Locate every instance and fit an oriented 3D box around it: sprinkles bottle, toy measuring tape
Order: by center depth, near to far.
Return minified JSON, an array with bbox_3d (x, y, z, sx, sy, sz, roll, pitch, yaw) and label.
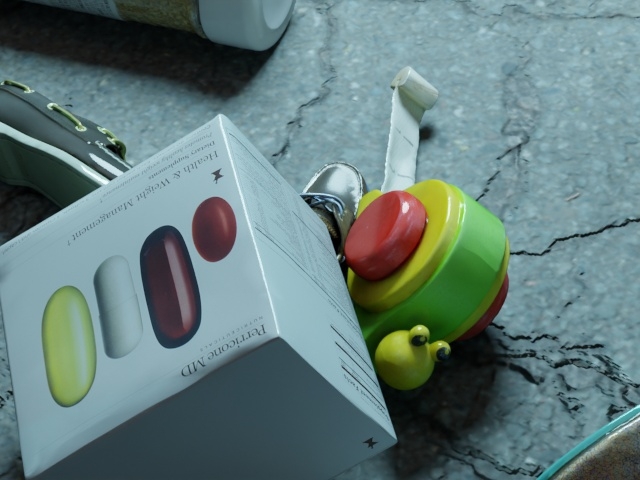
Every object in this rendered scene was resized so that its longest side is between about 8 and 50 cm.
[{"bbox_3d":[0.086,-0.028,1.333,0.121,0.121,0.330,3,47,8],"label":"toy measuring tape"},{"bbox_3d":[-0.198,-0.254,1.572,0.355,0.121,0.121,13,49,17],"label":"sprinkles bottle"}]

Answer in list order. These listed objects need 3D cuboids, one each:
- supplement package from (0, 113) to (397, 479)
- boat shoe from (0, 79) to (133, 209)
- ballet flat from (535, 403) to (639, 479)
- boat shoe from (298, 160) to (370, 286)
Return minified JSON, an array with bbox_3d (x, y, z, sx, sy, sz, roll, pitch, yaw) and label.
[{"bbox_3d":[-0.088,0.068,1.191,0.194,0.149,0.203,-31,46,13],"label":"supplement package"},{"bbox_3d":[-0.195,-0.067,1.420,0.228,0.081,0.069,27,58,30],"label":"boat shoe"},{"bbox_3d":[0.273,0.133,1.181,0.316,0.107,0.106,-30,59,-20],"label":"ballet flat"},{"bbox_3d":[0.000,0.000,1.350,0.066,0.066,0.183,8,48,10],"label":"boat shoe"}]
